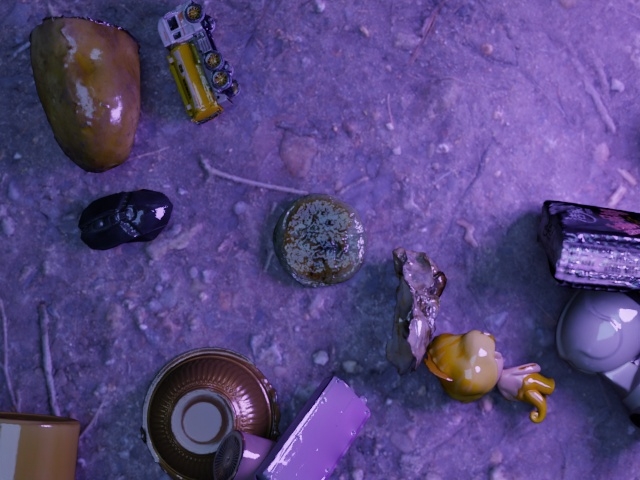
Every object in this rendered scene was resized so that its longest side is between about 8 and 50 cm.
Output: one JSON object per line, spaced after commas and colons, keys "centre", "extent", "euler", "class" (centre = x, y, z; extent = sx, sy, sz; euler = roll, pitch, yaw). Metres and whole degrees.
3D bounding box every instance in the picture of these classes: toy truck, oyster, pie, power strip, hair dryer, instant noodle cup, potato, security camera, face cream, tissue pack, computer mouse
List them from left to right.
{"centre": [-0.555, 0.410, 1.742], "extent": [0.218, 0.218, 0.179], "euler": [4, 82, 5], "class": "face cream"}
{"centre": [-0.437, -0.262, 1.823], "extent": [0.229, 0.229, 0.266], "euler": [-7, 79, 3], "class": "potato"}
{"centre": [-0.381, -0.043, 1.865], "extent": [0.192, 0.062, 0.106], "euler": [-15, 82, 1], "class": "computer mouse"}
{"centre": [-0.241, -0.348, 1.875], "extent": [0.114, 0.098, 0.227], "euler": [-22, 83, 7], "class": "toy truck"}
{"centre": [-0.214, 0.336, 1.792], "extent": [0.273, 0.091, 0.274], "euler": [0, 84, 4], "class": "instant noodle cup"}
{"centre": [-0.150, 0.514, 1.763], "extent": [0.189, 0.107, 0.344], "euler": [24, 107, -28], "class": "hair dryer"}
{"centre": [-0.010, 0.365, 1.717], "extent": [0.109, 0.037, 0.279], "euler": [49, 50, -10], "class": "power strip"}
{"centre": [0.000, 0.000, 1.843], "extent": [0.186, 0.041, 0.187], "euler": [0, 83, 3], "class": "pie"}
{"centre": [0.179, 0.130, 1.773], "extent": [0.107, 0.161, 0.233], "euler": [6, 75, -17], "class": "oyster"}
{"centre": [0.555, 0.195, 1.716], "extent": [0.277, 0.197, 0.191], "euler": [38, 86, 16], "class": "security camera"}
{"centre": [0.560, 0.015, 1.705], "extent": [0.332, 0.245, 0.123], "euler": [7, 105, 3], "class": "tissue pack"}

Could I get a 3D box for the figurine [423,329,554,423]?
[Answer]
{"centre": [0.305, 0.246, 1.758], "extent": [0.246, 0.131, 0.156], "euler": [17, 119, -2], "class": "figurine"}
